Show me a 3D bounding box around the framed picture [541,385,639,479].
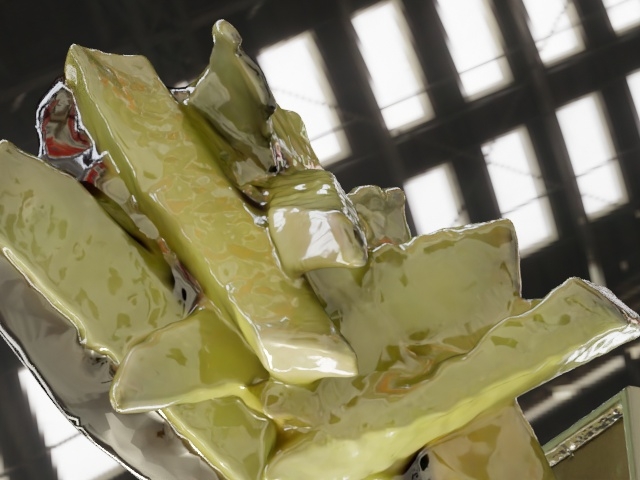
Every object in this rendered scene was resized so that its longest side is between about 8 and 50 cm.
[{"bbox_3d":[0.150,0.232,1.090,0.018,0.265,0.192,11,-120,-19],"label":"framed picture"}]

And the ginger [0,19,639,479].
[{"bbox_3d":[0.000,0.000,1.047,0.413,0.211,0.358,35,-139,-17],"label":"ginger"}]
